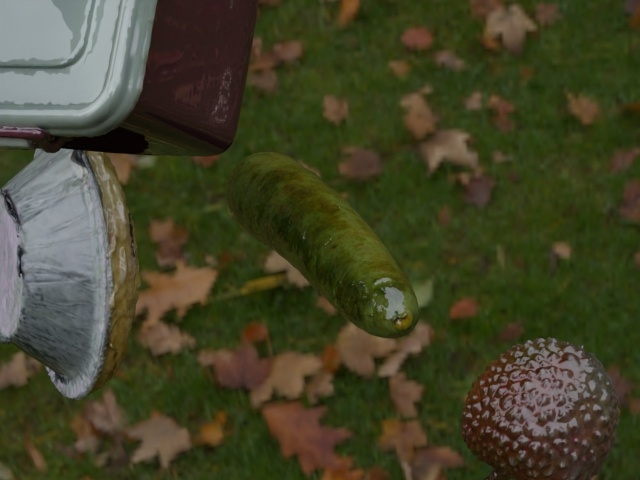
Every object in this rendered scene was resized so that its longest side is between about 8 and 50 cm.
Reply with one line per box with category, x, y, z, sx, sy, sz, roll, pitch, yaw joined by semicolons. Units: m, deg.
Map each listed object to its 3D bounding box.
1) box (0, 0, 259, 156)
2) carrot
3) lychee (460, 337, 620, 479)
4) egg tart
box;-0.139;-0.186;0.964;0.193;0.167;0.294;5;83;24
carrot;0.000;0.000;1.198;0.074;0.074;0.358;-22;22;-11
lychee;0.226;0.196;1.673;0.165;0.165;0.197;31;101;31
egg tart;-0.223;0.019;1.322;0.094;0.234;0.234;-5;44;-25
